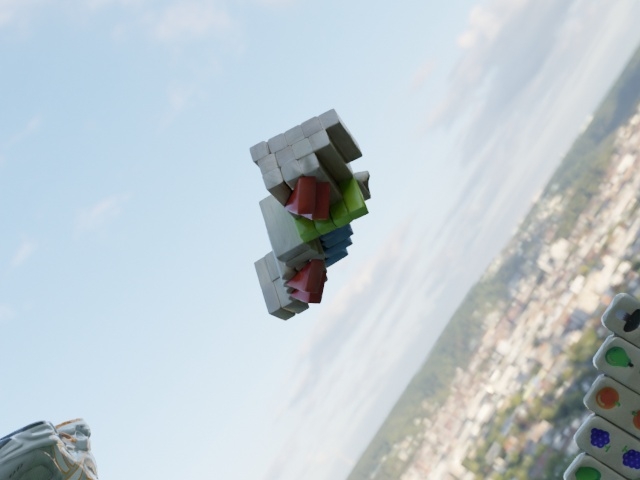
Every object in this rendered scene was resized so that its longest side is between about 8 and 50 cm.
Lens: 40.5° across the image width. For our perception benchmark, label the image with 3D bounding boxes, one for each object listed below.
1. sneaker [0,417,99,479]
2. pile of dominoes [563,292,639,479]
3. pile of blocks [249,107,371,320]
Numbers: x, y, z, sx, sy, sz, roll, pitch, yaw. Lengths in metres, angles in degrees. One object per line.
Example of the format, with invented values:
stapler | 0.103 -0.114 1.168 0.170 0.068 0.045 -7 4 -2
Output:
sneaker | -0.253 0.233 0.785 0.099 0.121 0.262 -27 -10 2
pile of dominoes | 0.283 0.173 0.633 0.040 0.196 0.251 -75 -4 -80
pile of blocks | 0.000 0.000 1.064 0.149 0.112 0.362 -13 -29 -11
